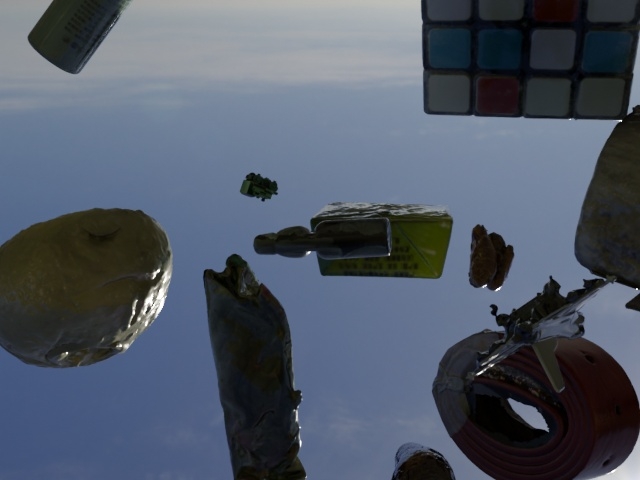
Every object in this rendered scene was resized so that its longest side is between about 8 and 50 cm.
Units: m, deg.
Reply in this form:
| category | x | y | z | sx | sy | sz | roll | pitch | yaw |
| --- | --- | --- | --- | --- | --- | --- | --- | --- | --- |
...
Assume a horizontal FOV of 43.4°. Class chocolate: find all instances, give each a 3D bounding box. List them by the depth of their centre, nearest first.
| category | x | y | z | sx | sy | sz | roll | pitch | yaw |
| --- | --- | --- | --- | --- | --- | --- | --- | --- | --- |
| chocolate | 0.139 | -0.005 | 1.746 | 0.289 | 0.137 | 0.301 | 1 | -171 | 8 |

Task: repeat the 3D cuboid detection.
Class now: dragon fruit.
| category | x | y | z | sx | sy | sz | roll | pitch | yaw |
| --- | --- | --- | --- | --- | --- | --- | --- | --- | --- |
| dragon fruit | 0.445 | -0.037 | 0.920 | 0.221 | 0.204 | 0.283 | 26 | -163 | 37 |

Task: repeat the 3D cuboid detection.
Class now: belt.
| category | x | y | z | sx | sy | sz | roll | pitch | yaw |
| --- | --- | --- | --- | --- | --- | --- | --- | --- | --- |
| belt | 0.301 | 0.244 | 1.194 | 0.115 | 0.227 | 0.324 | 1 | -179 | -34 |

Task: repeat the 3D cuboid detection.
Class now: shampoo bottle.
| category | x | y | z | sx | sy | sz | roll | pitch | yaw |
| --- | --- | --- | --- | --- | --- | --- | --- | --- | --- |
| shampoo bottle | -0.182 | -0.239 | 0.714 | 0.056 | 0.195 | 0.056 | 40 | -168 | -10 |

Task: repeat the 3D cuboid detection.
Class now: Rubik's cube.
| category | x | y | z | sx | sy | sz | roll | pitch | yaw |
| --- | --- | --- | --- | --- | --- | --- | --- | --- | --- |
| Rubik's cube | 0.267 | -0.320 | 1.018 | 0.256 | 0.253 | 0.259 | 5 | -141 | 14 |

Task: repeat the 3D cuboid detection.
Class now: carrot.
| category | x | y | z | sx | sy | sz | roll | pitch | yaw |
| --- | --- | --- | --- | --- | --- | --- | --- | --- | --- |
| carrot | 0.088 | 0.206 | 0.708 | 0.055 | 0.055 | 0.161 | 2 | 173 | 4 |

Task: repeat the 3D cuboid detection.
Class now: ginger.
| category | x | y | z | sx | sy | sz | roll | pitch | yaw |
| --- | --- | --- | --- | --- | --- | --- | --- | --- | --- |
| ginger | 0.387 | 0.041 | 1.810 | 0.103 | 0.162 | 0.073 | 21 | 148 | -23 |

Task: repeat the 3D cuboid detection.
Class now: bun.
| category | x | y | z | sx | sy | sz | roll | pitch | yaw |
| --- | --- | --- | --- | --- | --- | --- | --- | --- | --- |
| bun | -0.274 | 0.066 | 0.948 | 0.244 | 0.153 | 0.244 | -28 | 170 | -5 |

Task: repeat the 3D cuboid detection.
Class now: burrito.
| category | x | y | z | sx | sy | sz | roll | pitch | yaw |
| --- | --- | --- | --- | --- | --- | --- | --- | --- | --- |
| burrito | -0.073 | 0.161 | 0.933 | 0.096 | 0.309 | 0.066 | -9 | -157 | -5 |

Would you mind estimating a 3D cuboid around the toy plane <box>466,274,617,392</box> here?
| category | x | y | z | sx | sy | sz | roll | pitch | yaw |
| --- | --- | --- | --- | --- | --- | --- | --- | --- | --- |
| toy plane | 0.208 | 0.072 | 0.741 | 0.082 | 0.160 | 0.234 | 52 | -157 | 7 |

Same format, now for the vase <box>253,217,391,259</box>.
| category | x | y | z | sx | sy | sz | roll | pitch | yaw |
| --- | --- | --- | --- | --- | --- | --- | --- | --- | --- |
| vase | 0.000 | 0.000 | 1.219 | 0.211 | 0.060 | 0.060 | -3 | -163 | 10 |

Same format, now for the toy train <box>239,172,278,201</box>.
| category | x | y | z | sx | sy | sz | roll | pitch | yaw |
| --- | --- | --- | --- | --- | --- | --- | --- | --- | --- |
| toy train | -0.128 | -0.111 | 1.708 | 0.083 | 0.053 | 0.033 | 22 | 176 | -39 |

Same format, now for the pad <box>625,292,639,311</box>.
| category | x | y | z | sx | sy | sz | roll | pitch | yaw |
| --- | --- | --- | --- | --- | --- | --- | --- | --- | --- |
| pad | 0.667 | 0.064 | 1.337 | 0.220 | 0.004 | 0.330 | -39 | -172 | -5 |
